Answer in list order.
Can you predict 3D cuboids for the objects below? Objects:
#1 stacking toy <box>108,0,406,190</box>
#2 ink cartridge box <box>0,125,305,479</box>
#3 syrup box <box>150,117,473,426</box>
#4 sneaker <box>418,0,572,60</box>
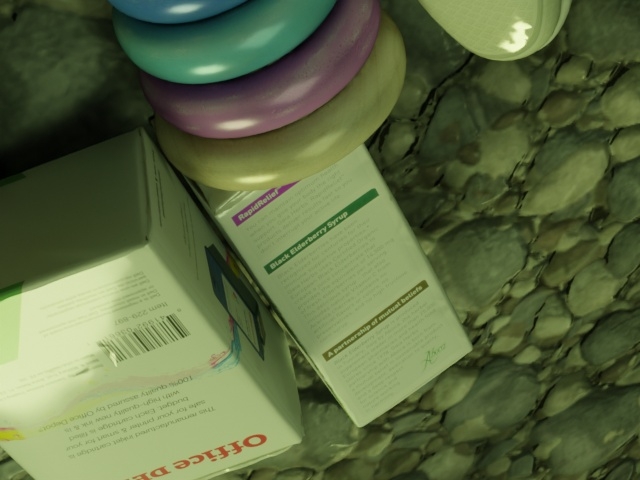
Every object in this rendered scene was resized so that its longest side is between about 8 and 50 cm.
[{"bbox_3d":[-0.072,-0.182,0.822,0.141,0.141,0.330,-32,130,-6],"label":"stacking toy"},{"bbox_3d":[-0.121,0.055,0.976,0.154,0.093,0.212,-20,137,11],"label":"ink cartridge box"},{"bbox_3d":[0.000,0.000,1.036,0.096,0.093,0.237,-35,137,-4],"label":"syrup box"},{"bbox_3d":[0.027,-0.177,0.793,0.292,0.110,0.118,53,49,-39],"label":"sneaker"}]
